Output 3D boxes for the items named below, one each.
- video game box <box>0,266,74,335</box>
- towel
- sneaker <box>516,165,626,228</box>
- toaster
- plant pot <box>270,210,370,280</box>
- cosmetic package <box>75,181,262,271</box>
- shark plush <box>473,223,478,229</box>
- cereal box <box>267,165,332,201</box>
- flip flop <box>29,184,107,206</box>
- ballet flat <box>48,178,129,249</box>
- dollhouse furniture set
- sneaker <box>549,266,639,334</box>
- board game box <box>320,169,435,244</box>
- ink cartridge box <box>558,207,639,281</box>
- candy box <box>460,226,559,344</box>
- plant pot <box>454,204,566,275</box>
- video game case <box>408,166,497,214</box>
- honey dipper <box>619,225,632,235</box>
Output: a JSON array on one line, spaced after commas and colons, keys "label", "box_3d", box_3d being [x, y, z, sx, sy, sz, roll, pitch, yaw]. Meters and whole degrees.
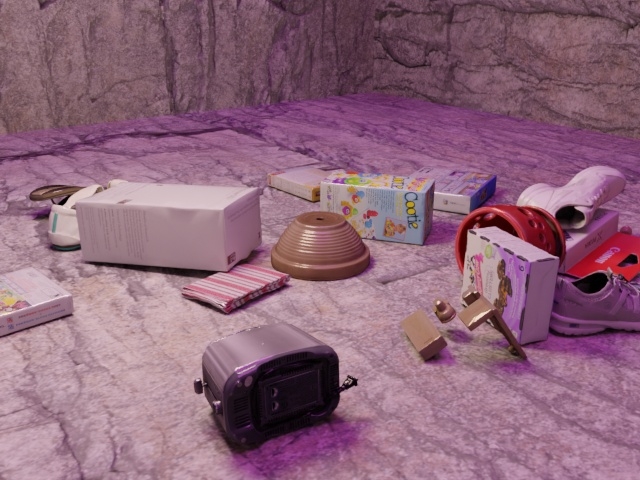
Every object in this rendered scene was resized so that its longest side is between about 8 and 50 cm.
[{"label": "video game box", "box_3d": [-0.624, 0.122, 1.407, 0.187, 0.048, 0.205, -15, 25, -40]}, {"label": "towel", "box_3d": [-0.179, 0.098, 1.509, 0.144, 0.029, 0.197, 13, 23, 38]}, {"label": "sneaker", "box_3d": [0.628, -0.085, 1.698, 0.304, 0.114, 0.152, -18, 38, -17]}, {"label": "toaster", "box_3d": [-0.073, 0.204, 1.070, 0.226, 0.129, 0.146, -13, 22, -28]}, {"label": "plant pot", "box_3d": [0.000, 0.000, 1.655, 0.237, 0.110, 0.237, 0, 21, 0]}, {"label": "cosmetic package", "box_3d": [-0.352, -0.040, 1.672, 0.384, 0.156, 0.217, 1, 18, 16]}, {"label": "shark plush", "box_3d": [0.426, 0.011, 1.753, 0.161, 0.073, 0.067, 21, 41, -2]}, {"label": "cereal box", "box_3d": [-0.033, -0.184, 2.244, 0.172, 0.048, 0.240, -15, 25, -36]}, {"label": "flip flop", "box_3d": [-0.704, -0.118, 2.037, 0.112, 0.080, 0.277, 6, 5, 30]}, {"label": "ballet flat", "box_3d": [-0.560, -0.093, 1.877, 0.139, 0.139, 0.400, 9, 22, 24]}, {"label": "dollhouse furniture set", "box_3d": [0.257, 0.180, 1.283, 0.151, 0.123, 0.144, -36, 22, 3]}, {"label": "sneaker", "box_3d": [0.568, 0.107, 1.352, 0.281, 0.115, 0.105, -7, 21, -19]}, {"label": "board game box", "box_3d": [0.151, -0.091, 1.853, 0.275, 0.145, 0.142, 7, 21, 18]}, {"label": "ink cartridge box", "box_3d": [0.644, 0.003, 1.677, 0.261, 0.066, 0.296, 17, 31, 41]}, {"label": "candy box", "box_3d": [0.356, 0.081, 1.351, 0.070, 0.165, 0.196, -6, 20, -22]}, {"label": "plant pot", "box_3d": [0.412, 0.012, 1.509, 0.174, 0.191, 0.191, -13, 24, -38]}, {"label": "video game case", "box_3d": [0.382, -0.157, 2.152, 0.244, 0.061, 0.269, 10, 22, 28]}, {"label": "honey dipper", "box_3d": [0.759, 0.005, 1.767, 0.030, 0.031, 0.160, 10, 26, 25]}]
